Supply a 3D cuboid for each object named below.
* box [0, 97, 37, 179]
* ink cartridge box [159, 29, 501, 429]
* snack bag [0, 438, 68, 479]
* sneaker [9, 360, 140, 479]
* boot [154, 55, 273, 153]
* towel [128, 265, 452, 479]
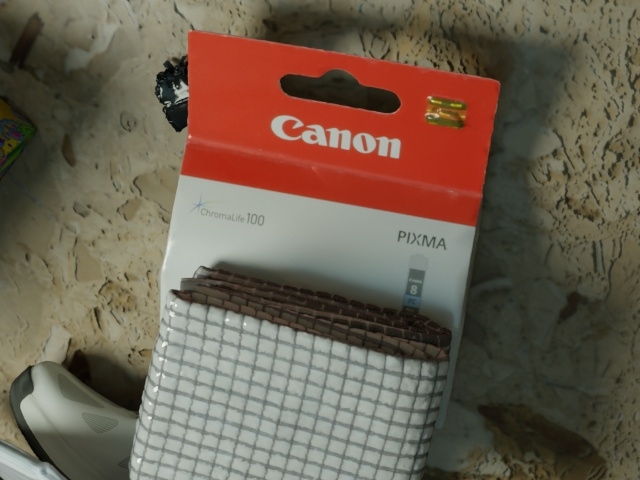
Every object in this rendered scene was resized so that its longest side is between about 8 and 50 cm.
[{"bbox_3d":[-0.475,-0.024,1.392,0.177,0.279,0.290,41,115,-9],"label":"box"},{"bbox_3d":[0.000,0.000,1.379,0.308,0.091,0.385,11,128,7],"label":"ink cartridge box"},{"bbox_3d":[-0.247,0.317,1.487,0.342,0.037,0.323,49,159,-26],"label":"snack bag"},{"bbox_3d":[-0.107,0.227,1.532,0.447,0.169,0.257,40,96,-1],"label":"sneaker"},{"bbox_3d":[-0.106,-0.133,1.401,0.099,0.045,0.121,-16,107,18],"label":"boot"},{"bbox_3d":[-0.030,0.163,1.359,0.284,0.121,0.235,14,114,3],"label":"towel"}]
